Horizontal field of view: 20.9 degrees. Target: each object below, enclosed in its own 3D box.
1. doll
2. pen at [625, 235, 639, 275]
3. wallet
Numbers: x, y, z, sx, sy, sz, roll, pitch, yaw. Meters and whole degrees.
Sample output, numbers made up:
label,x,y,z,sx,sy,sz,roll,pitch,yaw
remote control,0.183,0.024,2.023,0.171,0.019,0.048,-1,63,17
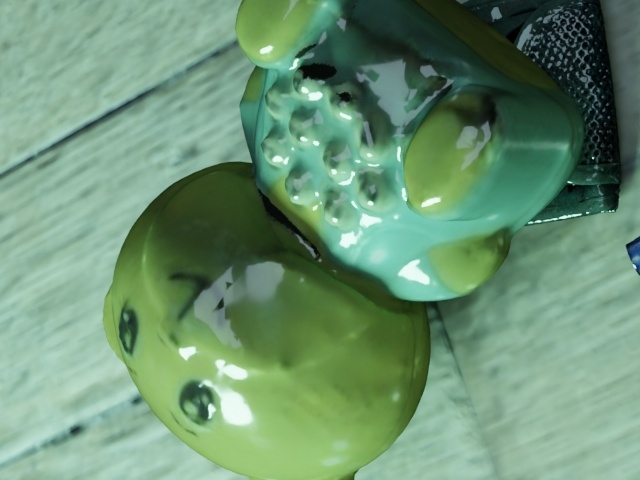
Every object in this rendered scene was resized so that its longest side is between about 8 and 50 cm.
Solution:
label,x,y,z,sx,sy,sz,roll,pitch,yaw
doll,0.000,0.000,0.859,0.177,0.161,0.260,42,112,21
pen,0.237,-0.038,0.829,0.204,0.025,0.025,-32,67,21
wallet,0.109,-0.072,0.902,0.088,0.026,0.129,-10,76,27
